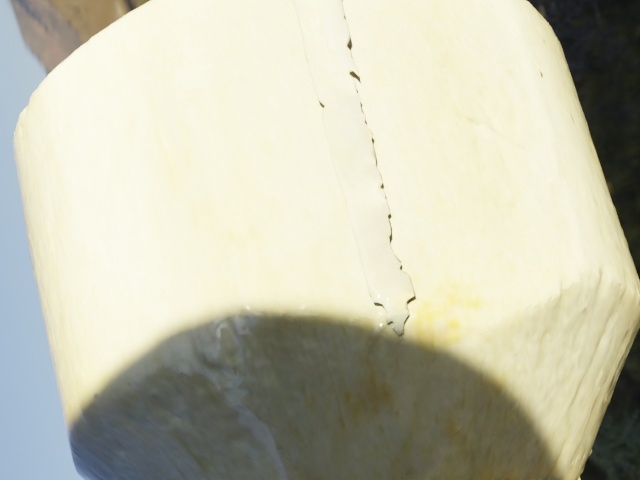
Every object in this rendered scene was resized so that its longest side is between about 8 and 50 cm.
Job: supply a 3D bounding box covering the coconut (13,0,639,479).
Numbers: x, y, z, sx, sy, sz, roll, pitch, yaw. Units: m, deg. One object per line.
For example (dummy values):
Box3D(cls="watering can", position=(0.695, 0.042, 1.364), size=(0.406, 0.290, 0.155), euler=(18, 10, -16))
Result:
Box3D(cls="coconut", position=(0.000, 0.000, 0.622), size=(0.323, 0.323, 0.323), euler=(163, 90, -83))
